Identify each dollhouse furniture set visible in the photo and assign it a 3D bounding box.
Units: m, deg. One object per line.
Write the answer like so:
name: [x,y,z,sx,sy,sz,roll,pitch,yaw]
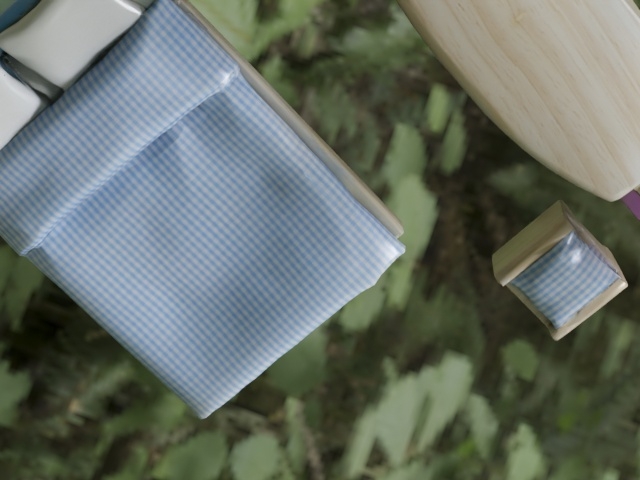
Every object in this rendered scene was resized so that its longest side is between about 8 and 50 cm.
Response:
dollhouse furniture set: [0.000,0.000,0.700,0.303,0.286,0.198,-38,-162,14]
